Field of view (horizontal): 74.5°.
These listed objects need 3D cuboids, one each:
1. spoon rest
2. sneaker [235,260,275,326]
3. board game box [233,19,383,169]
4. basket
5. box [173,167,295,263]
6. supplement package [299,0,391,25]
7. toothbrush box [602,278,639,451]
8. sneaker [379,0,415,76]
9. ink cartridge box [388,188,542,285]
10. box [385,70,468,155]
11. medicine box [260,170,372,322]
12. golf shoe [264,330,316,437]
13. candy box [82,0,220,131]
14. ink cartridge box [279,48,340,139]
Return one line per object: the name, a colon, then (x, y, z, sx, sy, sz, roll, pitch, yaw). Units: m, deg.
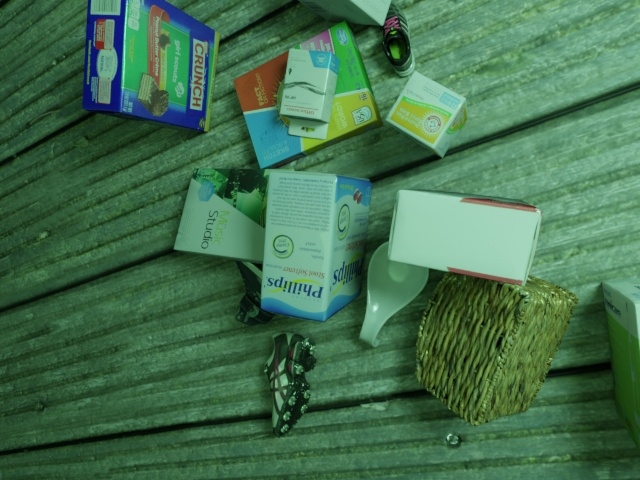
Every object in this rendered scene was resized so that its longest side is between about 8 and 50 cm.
spoon rest: (0.155, 0.131, 0.978, 0.137, 0.084, 0.277, 25, 107, 17)
sneaker: (-0.197, 0.122, 1.119, 0.226, 0.086, 0.163, 43, 106, 11)
board game box: (-0.036, -0.338, 1.023, 0.316, 0.064, 0.242, -19, 88, 22)
basket: (0.359, 0.205, 0.909, 0.213, 0.223, 0.299, 30, 108, 50)
box: (-0.214, -0.067, 1.070, 0.321, 0.058, 0.233, 5, 79, 26)
supplement package: (0.068, -0.635, 0.872, 0.175, 0.177, 0.293, 29, 105, 38)
toothbrush box: (0.609, 0.223, 0.752, 0.122, 0.206, 0.284, -8, 92, 22)
sneaker: (0.164, -0.454, 0.928, 0.063, 0.074, 0.171, -15, 89, 22)
ink cartridge box: (0.273, -0.025, 0.804, 0.226, 0.306, 0.131, 10, 99, 20)
box: (0.223, -0.248, 0.857, 0.114, 0.203, 0.103, 35, 106, 15)
medicine box: (0.000, 0.000, 0.935, 0.149, 0.263, 0.290, 7, 98, 21)
golf shoe: (-0.090, 0.373, 1.109, 0.120, 0.105, 0.273, 15, 95, 35)
candy box: (-0.393, -0.418, 1.018, 0.122, 0.317, 0.268, 12, 100, 18)
ink cartridge box: (-0.027, -0.328, 0.952, 0.104, 0.060, 0.180, 13, 100, 19)
